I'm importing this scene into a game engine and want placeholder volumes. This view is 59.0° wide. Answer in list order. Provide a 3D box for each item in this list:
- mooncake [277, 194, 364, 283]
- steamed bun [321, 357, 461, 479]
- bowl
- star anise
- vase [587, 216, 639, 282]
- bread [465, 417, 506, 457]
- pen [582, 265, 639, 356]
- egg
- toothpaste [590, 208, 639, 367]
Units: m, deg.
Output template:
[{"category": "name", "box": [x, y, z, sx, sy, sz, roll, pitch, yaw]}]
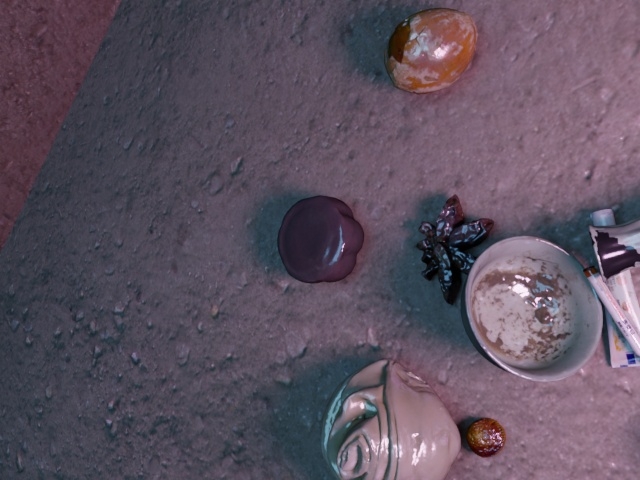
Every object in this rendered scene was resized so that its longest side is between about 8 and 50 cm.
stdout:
[{"category": "mooncake", "box": [0.000, 0.000, 1.500, 0.244, 0.133, 0.245, -5, 80, 34]}, {"category": "steamed bun", "box": [0.121, 0.430, 1.272, 0.310, 0.219, 0.324, -48, 42, 20]}, {"category": "bowl", "box": [0.408, 0.148, 1.167, 0.289, 0.146, 0.290, 3, 72, -8]}, {"category": "star anise", "box": [0.311, 0.024, 1.309, 0.214, 0.098, 0.220, -49, 60, 29]}, {"category": "vase", "box": [0.681, -0.019, 1.007, 0.359, 0.165, 0.165, -17, 74, 25]}, {"category": "bread", "box": [0.362, 0.432, 1.238, 0.085, 0.053, 0.085, -6, 80, 33]}, {"category": "pen", "box": [0.581, 0.148, 1.103, 0.026, 0.026, 0.218, -33, 77, 26]}, {"category": "egg", "box": [0.262, -0.455, 1.356, 0.233, 0.194, 0.195, -28, 68, 28]}, {"category": "toothpaste", "box": [0.596, 0.094, 1.133, 0.058, 0.055, 0.315, 145, 118, -74]}]
